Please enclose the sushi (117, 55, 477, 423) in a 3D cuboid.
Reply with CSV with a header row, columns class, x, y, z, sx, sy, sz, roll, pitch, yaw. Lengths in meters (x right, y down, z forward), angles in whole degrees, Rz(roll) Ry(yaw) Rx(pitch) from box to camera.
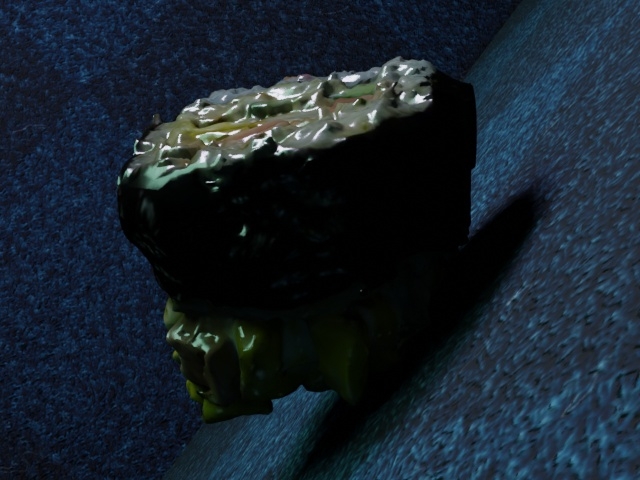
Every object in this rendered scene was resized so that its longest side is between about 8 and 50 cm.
class,x,y,z,sx,sy,sz,roll,pitch,yaw
sushi,0.000,0.000,0.973,0.328,0.285,0.328,-12,17,8
